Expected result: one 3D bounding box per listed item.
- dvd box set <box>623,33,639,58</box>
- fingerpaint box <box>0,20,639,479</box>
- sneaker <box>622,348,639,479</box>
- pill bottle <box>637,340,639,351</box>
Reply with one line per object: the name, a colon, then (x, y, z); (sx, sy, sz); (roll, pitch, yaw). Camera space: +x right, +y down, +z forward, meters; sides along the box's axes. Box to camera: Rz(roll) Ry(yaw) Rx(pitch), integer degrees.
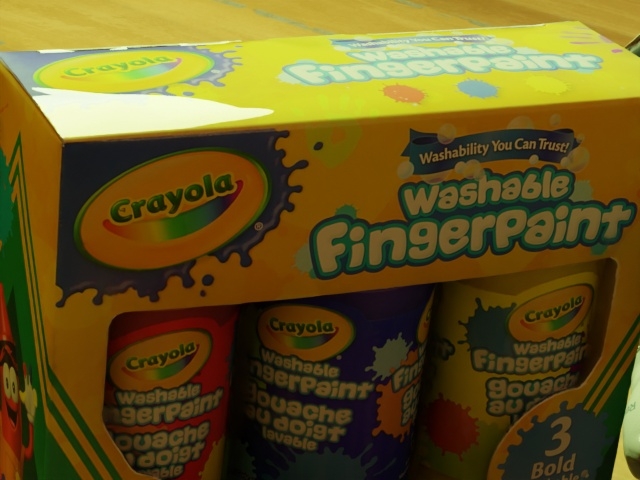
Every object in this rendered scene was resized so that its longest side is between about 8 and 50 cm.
dvd box set: (0.414, -0.004, 1.413); (0.420, 0.062, 0.307); (1, 58, -46)
fingerpaint box: (0.003, 0.054, 1.270); (0.445, 0.371, 0.163); (-5, 28, -25)
sneaker: (0.374, 0.178, 1.441); (0.297, 0.111, 0.129); (14, 48, 15)
pill bottle: (0.322, 0.007, 1.587); (0.136, 0.245, 0.136); (6, 25, -3)
